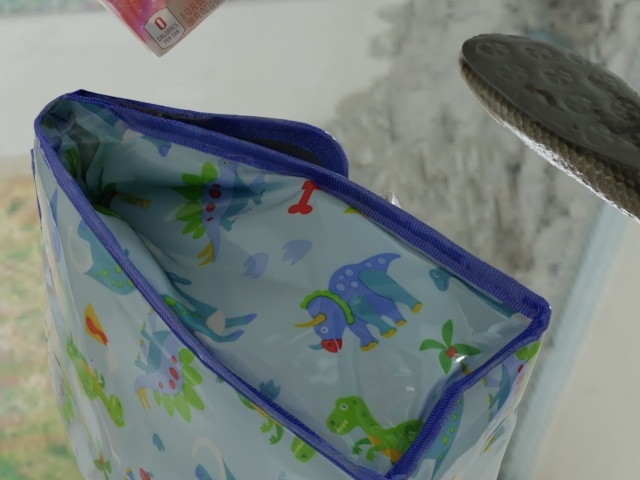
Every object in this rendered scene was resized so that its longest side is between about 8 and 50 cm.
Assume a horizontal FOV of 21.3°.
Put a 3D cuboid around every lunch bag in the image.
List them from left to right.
[{"bbox_3d":[-0.022,0.039,0.491,0.151,0.096,0.128,31,-39,21],"label":"lunch bag"}]

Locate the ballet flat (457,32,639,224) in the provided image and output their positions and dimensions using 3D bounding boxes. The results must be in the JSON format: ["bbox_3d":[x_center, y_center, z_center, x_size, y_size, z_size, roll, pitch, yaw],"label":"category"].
[{"bbox_3d":[0.174,-0.033,0.922,0.250,0.084,0.058,34,-46,19],"label":"ballet flat"}]

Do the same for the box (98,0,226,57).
[{"bbox_3d":[-0.054,-0.282,1.063,0.154,0.300,0.142,51,-3,-35],"label":"box"}]

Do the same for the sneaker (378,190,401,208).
[{"bbox_3d":[0.000,0.000,1.305,0.080,0.212,0.094,-11,-93,34],"label":"sneaker"}]
